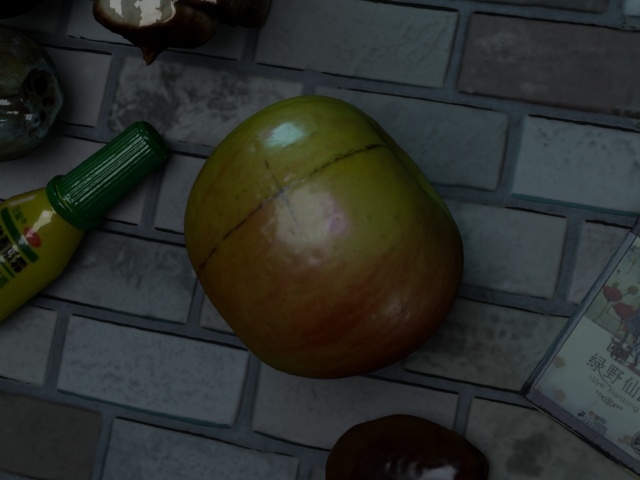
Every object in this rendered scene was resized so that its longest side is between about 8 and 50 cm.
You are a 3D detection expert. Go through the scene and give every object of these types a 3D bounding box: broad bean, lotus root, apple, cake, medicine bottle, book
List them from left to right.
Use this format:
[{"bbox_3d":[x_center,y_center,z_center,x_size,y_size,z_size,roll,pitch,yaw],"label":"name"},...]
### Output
[{"bbox_3d":[-0.440,-0.182,1.758,0.322,0.140,0.158,13,112,23],"label":"lotus root"},{"bbox_3d":[-0.298,-0.023,1.723,0.309,0.076,0.111,-38,76,9],"label":"medicine bottle"},{"bbox_3d":[-0.144,-0.325,1.652,0.196,0.199,0.293,8,90,13],"label":"cake"},{"bbox_3d":[0.000,0.000,1.521,0.233,0.286,0.286,-38,74,10],"label":"apple"},{"bbox_3d":[0.084,0.235,1.570,0.165,0.084,0.114,9,70,25],"label":"broad bean"},{"bbox_3d":[0.323,0.104,1.537,0.157,0.026,0.231,35,95,18],"label":"book"}]

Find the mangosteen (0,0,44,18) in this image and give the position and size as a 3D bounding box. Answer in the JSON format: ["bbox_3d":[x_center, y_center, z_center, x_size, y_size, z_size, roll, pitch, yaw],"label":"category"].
[{"bbox_3d":[-0.357,-0.354,1.695,0.243,0.243,0.243,-2,83,17],"label":"mangosteen"}]
